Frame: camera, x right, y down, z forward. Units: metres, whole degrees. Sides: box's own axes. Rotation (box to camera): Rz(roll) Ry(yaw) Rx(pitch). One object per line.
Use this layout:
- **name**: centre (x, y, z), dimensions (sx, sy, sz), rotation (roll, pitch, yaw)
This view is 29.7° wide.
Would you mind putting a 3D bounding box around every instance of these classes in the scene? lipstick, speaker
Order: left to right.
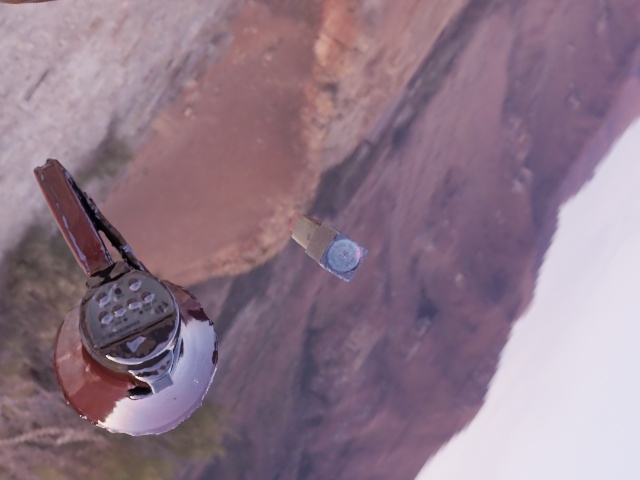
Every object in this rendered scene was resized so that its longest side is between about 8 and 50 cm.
- **speaker**: centre (-0.206, 0.060, 1.320), dimensions (0.329, 0.198, 0.259), rotation (110, -23, -70)
- **lipstick**: centre (0.000, 0.000, 1.683), dimensions (0.051, 0.051, 0.312), rotation (-60, -167, 1)

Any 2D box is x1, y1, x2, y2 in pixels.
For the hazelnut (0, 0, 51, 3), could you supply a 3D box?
- **hazelnut**: centre (-0.117, -0.195, 0.447), dimensions (0.233, 0.218, 0.218), rotation (-14, -177, 13)
